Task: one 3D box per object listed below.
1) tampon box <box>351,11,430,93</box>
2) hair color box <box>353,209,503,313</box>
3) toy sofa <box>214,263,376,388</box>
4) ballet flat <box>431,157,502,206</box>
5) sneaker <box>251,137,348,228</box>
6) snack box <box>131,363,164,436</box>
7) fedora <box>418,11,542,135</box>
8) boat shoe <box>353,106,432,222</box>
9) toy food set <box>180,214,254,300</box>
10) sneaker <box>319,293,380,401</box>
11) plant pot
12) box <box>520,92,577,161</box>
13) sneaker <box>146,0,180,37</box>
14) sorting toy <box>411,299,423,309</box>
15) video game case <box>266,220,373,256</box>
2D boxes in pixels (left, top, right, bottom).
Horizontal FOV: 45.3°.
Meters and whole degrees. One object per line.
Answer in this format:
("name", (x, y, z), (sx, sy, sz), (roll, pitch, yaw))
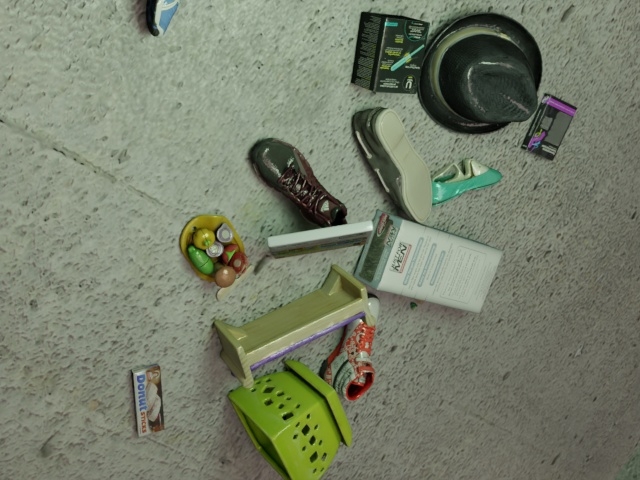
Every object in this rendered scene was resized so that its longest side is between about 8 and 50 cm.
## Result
("tampon box", (0.153, -0.417, 1.707), (0.120, 0.101, 0.161), (-3, 114, -30))
("hair color box", (0.286, 0.061, 1.994), (0.374, 0.113, 0.185), (15, 97, -36))
("toy sofa", (-0.056, 0.222, 1.843), (0.362, 0.150, 0.177), (-24, 121, -21))
("ballet flat", (0.366, -0.163, 1.968), (0.247, 0.083, 0.087), (-21, 115, -22))
("sneaker", (-0.023, -0.113, 1.701), (0.106, 0.162, 0.281), (-50, 128, -2))
("snack box", (-0.400, 0.371, 1.781), (0.064, 0.022, 0.178), (-11, 117, -26))
("fedora", (0.402, -0.367, 1.811), (0.334, 0.152, 0.334), (-8, 124, -12))
("boat shoe", (0.178, -0.183, 1.842), (0.112, 0.095, 0.335), (-50, 131, -25))
("toy food set", (-0.219, 0.041, 1.710), (0.128, 0.071, 0.218), (-38, 126, -11))
("sneaker", (0.109, 0.281, 1.973), (0.090, 0.145, 0.270), (25, 97, -37))
("plant pot", (-0.061, 0.447, 1.904), (0.207, 0.227, 0.228), (-34, 125, -21))
("box", (0.622, -0.307, 2.090), (0.116, 0.029, 0.162), (15, 102, -34))
("sneaker", (-0.270, -0.480, 1.435), (0.081, 0.080, 0.211), (12, 106, -31))
("sorting toy", (0.267, 0.149, 2.092), (0.062, 0.012, 0.083), (39, 89, -35))
("video game case", (0.000, 0.000, 1.714), (0.227, 0.206, 0.026), (-10, 81, -1))
